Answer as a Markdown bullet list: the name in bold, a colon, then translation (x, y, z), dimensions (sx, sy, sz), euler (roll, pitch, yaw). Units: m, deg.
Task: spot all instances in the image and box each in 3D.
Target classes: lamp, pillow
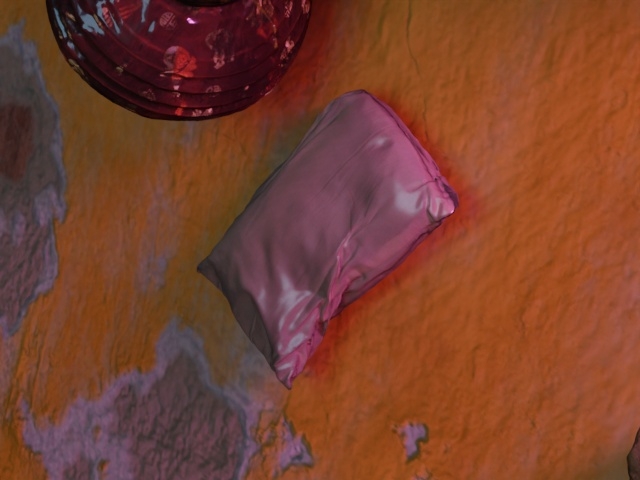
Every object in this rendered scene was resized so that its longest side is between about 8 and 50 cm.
- **lamp**: translation (-0.119, -0.220, 1.528), dimensions (0.247, 0.247, 0.247), euler (1, 91, 42)
- **pillow**: translation (0.000, 0.000, 1.530), dimensions (0.270, 0.067, 0.173), euler (-50, 54, 31)

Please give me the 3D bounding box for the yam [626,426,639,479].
- **yam**: translation (0.350, 0.247, 1.211), dimensions (0.356, 0.081, 0.081), euler (44, 118, 34)
